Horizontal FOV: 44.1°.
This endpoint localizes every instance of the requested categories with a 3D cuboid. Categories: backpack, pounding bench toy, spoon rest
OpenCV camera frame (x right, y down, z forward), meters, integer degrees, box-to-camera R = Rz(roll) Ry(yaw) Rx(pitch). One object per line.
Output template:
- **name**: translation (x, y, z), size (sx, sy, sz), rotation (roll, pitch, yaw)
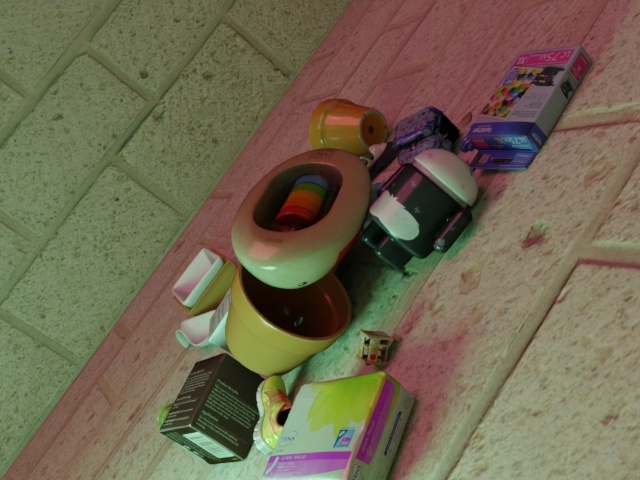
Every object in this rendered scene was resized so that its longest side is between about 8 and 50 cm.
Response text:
- **backpack**: translation (0.258, -0.232, 2.004), size (0.158, 0.117, 0.173), rotation (-21, 39, 40)
- **pounding bench toy**: translation (0.123, 0.224, 1.622), size (0.052, 0.083, 0.065), rotation (-154, 71, -72)
- **spoon rest**: translation (-0.397, 0.292, 2.554), size (0.276, 0.084, 0.137), rotation (-23, 34, 53)

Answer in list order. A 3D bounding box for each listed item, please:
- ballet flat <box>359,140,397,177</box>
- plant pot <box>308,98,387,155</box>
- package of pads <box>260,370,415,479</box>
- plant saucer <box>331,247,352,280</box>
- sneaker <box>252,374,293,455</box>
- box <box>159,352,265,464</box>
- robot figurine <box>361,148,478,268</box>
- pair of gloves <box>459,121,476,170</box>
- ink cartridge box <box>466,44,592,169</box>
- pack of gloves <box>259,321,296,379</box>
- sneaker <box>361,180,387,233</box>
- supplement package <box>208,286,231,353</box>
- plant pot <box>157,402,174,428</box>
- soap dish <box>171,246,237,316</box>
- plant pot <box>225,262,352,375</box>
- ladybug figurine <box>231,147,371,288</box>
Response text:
- **ballet flat**: translation (0.153, -0.232, 2.304), size (0.203, 0.074, 0.074), rotation (-46, 21, 13)
- **plant pot**: translation (0.100, -0.342, 2.456), size (0.188, 0.205, 0.205), rotation (6, 58, 48)
- **package of pads**: translation (0.029, 0.369, 1.490), size (0.296, 0.101, 0.229), rotation (-23, 34, 51)
- **plant saucer**: translation (0.002, 0.047, 2.090), size (0.310, 0.050, 0.311), rotation (-47, 31, 40)
- **sneaker**: translation (-0.089, 0.381, 1.774), size (0.094, 0.081, 0.209), rotation (-33, 32, 24)
- **box**: translation (-0.247, 0.409, 1.909), size (0.167, 0.168, 0.203), rotation (-26, 31, 50)
- **robot figurine**: translation (0.221, -0.071, 1.745), size (0.278, 0.209, 0.173), rotation (-49, -6, 7)
- **pair of gloves**: translation (0.398, -0.252, 1.887), size (0.159, 0.023, 0.198), rotation (-43, 23, 21)
- **ink cartridge box**: translation (0.450, -0.295, 1.759), size (0.185, 0.065, 0.311), rotation (11, 66, 56)
- **pack of gloves**: translation (-0.158, 0.297, 2.093), size (0.195, 0.046, 0.232), rotation (-26, 32, 48)
- **sneaker**: translation (0.150, -0.092, 2.026), size (0.150, 0.135, 0.366), rotation (-34, 25, -1)
- **supplement package**: translation (-0.174, 0.173, 2.070), size (0.244, 0.139, 0.134), rotation (-56, 16, 13)
- **plant pot**: translation (-0.405, 0.507, 2.225), size (0.079, 0.083, 0.083), rotation (5, 57, 52)
- **soap dish**: translation (-0.397, 0.149, 2.747), size (0.229, 0.118, 0.291), rotation (-54, 21, -7)
- **plant pot**: translation (-0.099, 0.183, 1.870), size (0.203, 0.290, 0.291), rotation (-57, 14, 34)
- **ladybug figurine**: translation (-0.030, -0.049, 1.824), size (0.305, 0.162, 0.449), rotation (5, 42, 24)
